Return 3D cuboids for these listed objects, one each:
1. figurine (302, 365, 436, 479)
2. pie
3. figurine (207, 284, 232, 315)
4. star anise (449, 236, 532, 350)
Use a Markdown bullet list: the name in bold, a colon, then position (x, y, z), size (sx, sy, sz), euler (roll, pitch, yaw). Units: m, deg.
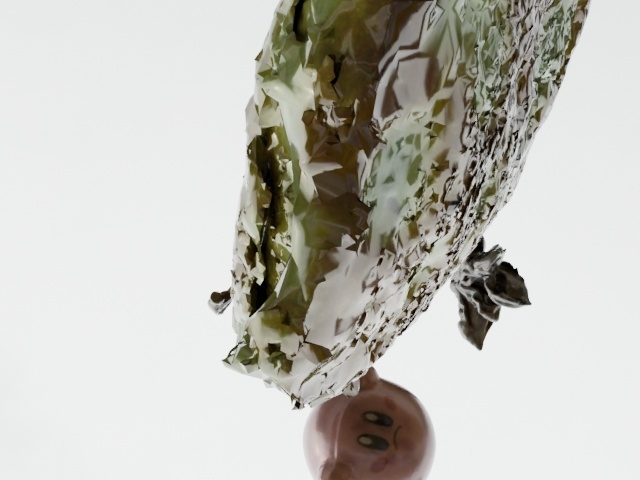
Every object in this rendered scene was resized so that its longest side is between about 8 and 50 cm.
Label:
- **figurine**: position (0.058, 0.246, 1.459), size (0.173, 0.173, 0.173), euler (9, -137, -8)
- **pie**: position (0.053, -0.072, 0.601), size (0.102, 0.288, 0.354), euler (26, -145, 17)
- **figurine**: position (0.000, 0.000, 1.093), size (0.112, 0.229, 0.137), euler (39, -161, -10)
- **star anise**: position (0.225, 0.047, 1.814), size (0.129, 0.282, 0.212), euler (-35, -86, -15)
